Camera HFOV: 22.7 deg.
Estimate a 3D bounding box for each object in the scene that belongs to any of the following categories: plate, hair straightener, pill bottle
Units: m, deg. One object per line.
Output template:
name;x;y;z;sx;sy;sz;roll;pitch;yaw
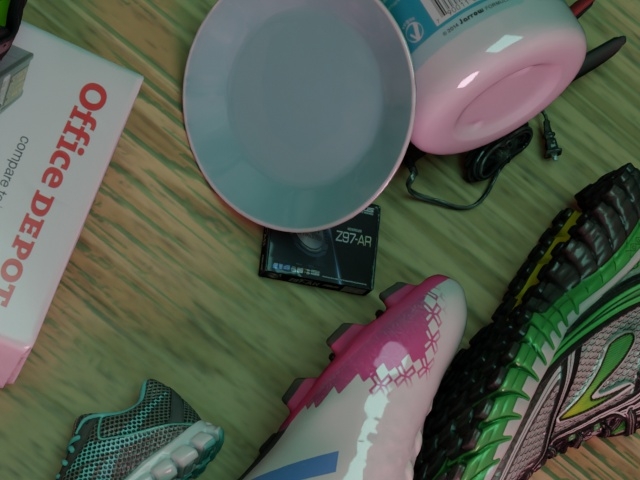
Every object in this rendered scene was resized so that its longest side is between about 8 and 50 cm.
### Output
plate;-0.014;-0.100;1.121;0.024;0.188;0.188;-9;74;-60
hair straightener;0.154;-0.095;1.225;0.230;0.047;0.089;-38;88;-24
pill bottle;0.069;-0.204;1.162;0.146;0.146;0.264;-21;69;-23

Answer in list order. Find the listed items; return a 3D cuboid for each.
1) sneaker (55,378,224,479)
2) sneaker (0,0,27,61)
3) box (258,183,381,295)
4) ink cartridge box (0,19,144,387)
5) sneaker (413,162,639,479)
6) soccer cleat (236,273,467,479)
sneaker;-0.147;0.152;1.052;0.166;0.065;0.076;-31;69;-27
sneaker;-0.225;-0.110;0.951;0.067;0.078;0.188;26;67;-10
box;0.000;0.000;1.160;0.083;0.018;0.067;12;71;-15
ink cartridge box;-0.286;-0.061;1.026;0.289;0.121;0.211;23;67;-11
sneaker;0.179;0.103;1.127;0.146;0.134;0.343;41;66;-4
soccer cleat;0.011;0.172;1.057;0.143;0.116;0.331;40;73;14
